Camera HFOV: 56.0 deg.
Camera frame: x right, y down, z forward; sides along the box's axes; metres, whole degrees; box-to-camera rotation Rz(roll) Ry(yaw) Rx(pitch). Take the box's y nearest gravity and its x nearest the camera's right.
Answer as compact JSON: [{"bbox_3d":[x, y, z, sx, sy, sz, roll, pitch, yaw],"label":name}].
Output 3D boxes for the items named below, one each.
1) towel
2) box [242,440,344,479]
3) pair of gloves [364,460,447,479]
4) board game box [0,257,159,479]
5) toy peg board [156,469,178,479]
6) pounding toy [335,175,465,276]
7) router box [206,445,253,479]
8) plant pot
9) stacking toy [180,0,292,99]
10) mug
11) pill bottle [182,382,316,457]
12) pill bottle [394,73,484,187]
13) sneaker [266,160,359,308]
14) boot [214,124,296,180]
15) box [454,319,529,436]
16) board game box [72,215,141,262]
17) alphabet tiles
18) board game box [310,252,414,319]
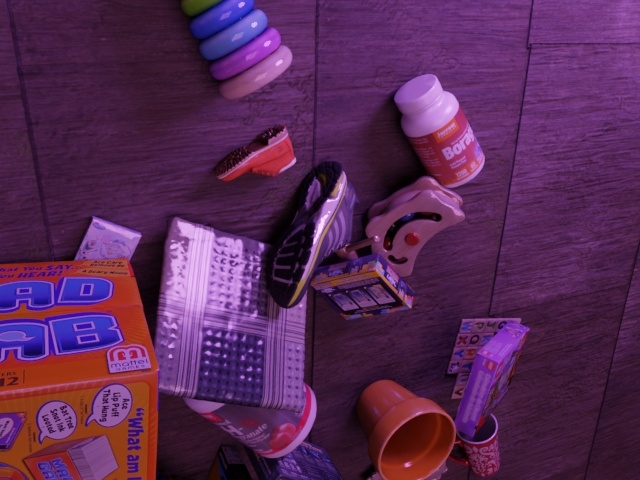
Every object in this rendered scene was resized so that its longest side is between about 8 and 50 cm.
[{"bbox_3d":[-0.160,0.139,1.117,0.312,0.056,0.324,17,62,-30],"label":"towel"},{"bbox_3d":[-0.052,0.512,1.350,0.232,0.183,0.059,33,95,-33],"label":"box"},{"bbox_3d":[0.229,0.635,1.621,0.240,0.042,0.204,-35,118,-10],"label":"pair of gloves"},{"bbox_3d":[-0.462,0.269,0.938,0.356,0.356,0.357,-2,115,-24],"label":"board game box"},{"bbox_3d":[-0.307,0.537,1.266,0.079,0.161,0.161,-45,122,-28],"label":"toy peg board"},{"bbox_3d":[0.169,0.003,1.233,0.269,0.155,0.154,-30,113,24],"label":"pounding toy"},{"bbox_3d":[-0.194,0.556,1.303,0.046,0.179,0.133,15,104,-32],"label":"router box"},{"bbox_3d":[0.181,0.434,1.425,0.205,0.188,0.205,-10,115,-22],"label":"plant pot"},{"bbox_3d":[-0.181,-0.396,0.951,0.141,0.141,0.330,-35,114,-8],"label":"stacking toy"},{"bbox_3d":[0.420,0.559,1.656,0.150,0.113,0.169,-5,127,21],"label":"mug"},{"bbox_3d":[-0.165,0.290,1.208,0.176,0.176,0.318,-45,122,-2],"label":"pill bottle"},{"bbox_3d":[0.237,-0.220,1.215,0.121,0.121,0.216,-41,122,-5],"label":"pill bottle"},{"bbox_3d":[0.000,0.000,1.167,0.121,0.111,0.300,38,71,-40],"label":"sneaker"},{"bbox_3d":[-0.117,-0.140,1.121,0.158,0.059,0.085,-32,126,-12],"label":"boot"},{"bbox_3d":[0.424,0.330,1.478,0.293,0.057,0.201,-15,122,-57],"label":"box"},{"bbox_3d":[-0.382,0.012,1.079,0.090,0.020,0.090,23,102,-31],"label":"board game box"},{"bbox_3d":[0.422,0.313,1.596,0.198,0.009,0.237,3,109,-27],"label":"alphabet tiles"},{"bbox_3d":[0.087,0.100,1.261,0.141,0.170,0.048,48,45,-32],"label":"board game box"}]
